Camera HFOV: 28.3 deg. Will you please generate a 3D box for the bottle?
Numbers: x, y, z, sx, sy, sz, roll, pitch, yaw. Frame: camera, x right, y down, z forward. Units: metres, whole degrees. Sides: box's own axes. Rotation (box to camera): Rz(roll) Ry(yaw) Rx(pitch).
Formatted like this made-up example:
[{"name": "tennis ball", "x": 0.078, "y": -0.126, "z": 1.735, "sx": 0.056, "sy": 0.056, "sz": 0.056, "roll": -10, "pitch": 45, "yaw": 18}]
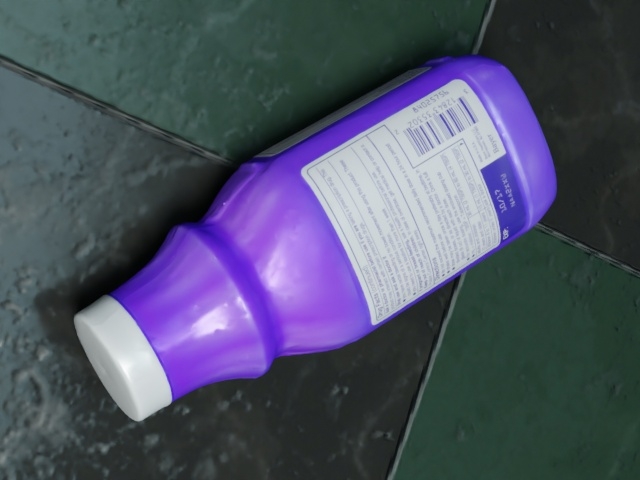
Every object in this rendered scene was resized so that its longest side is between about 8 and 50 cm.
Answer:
[{"name": "bottle", "x": 0.000, "y": 0.000, "z": 0.713, "sx": 0.283, "sy": 0.092, "sz": 0.118, "roll": -32, "pitch": 106, "yaw": -21}]
